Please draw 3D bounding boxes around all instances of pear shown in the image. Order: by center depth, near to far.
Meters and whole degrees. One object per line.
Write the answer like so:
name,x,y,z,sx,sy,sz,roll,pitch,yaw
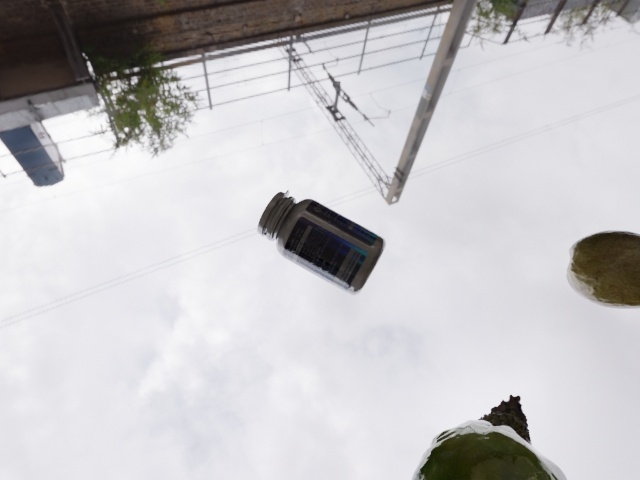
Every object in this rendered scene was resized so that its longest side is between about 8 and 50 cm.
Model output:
pear,0.738,0.068,1.070,0.211,0.188,0.229,16,-154,33

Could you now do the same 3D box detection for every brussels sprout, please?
brussels sprout,0.287,0.480,0.757,0.268,0.344,0.344,23,-121,13

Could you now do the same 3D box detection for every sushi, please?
sushi,0.453,0.498,1.036,0.241,0.107,0.161,-23,-142,-24

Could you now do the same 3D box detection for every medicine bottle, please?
medicine bottle,0.000,0.000,0.685,0.192,0.107,0.107,29,-120,6
